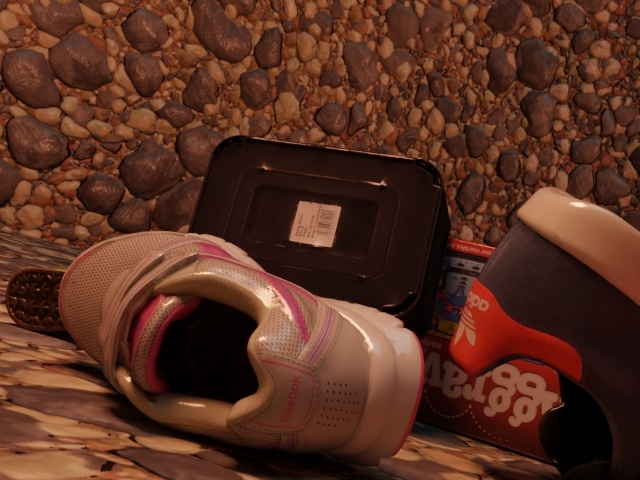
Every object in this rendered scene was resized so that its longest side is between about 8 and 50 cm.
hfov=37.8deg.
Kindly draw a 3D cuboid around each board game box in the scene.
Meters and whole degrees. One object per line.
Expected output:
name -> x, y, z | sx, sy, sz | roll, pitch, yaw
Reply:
board game box -> 0.103, 0.072, 0.730 | 0.281, 0.145, 0.027 | 13, -2, 31

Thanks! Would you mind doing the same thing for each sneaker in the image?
sneaker -> -0.135, 0.053, 0.715 | 0.192, 0.064, 0.086 | 10, 2, 15
sneaker -> 0.233, 0.120, 0.596 | 0.350, 0.148, 0.131 | 37, 6, -5
sneaker -> -0.071, 0.045, 0.509 | 0.252, 0.103, 0.111 | 12, -4, 39

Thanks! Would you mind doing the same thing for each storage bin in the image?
storage bin -> 0.000, 0.000, 0.707 | 0.180, 0.122, 0.084 | 9, -19, 16
